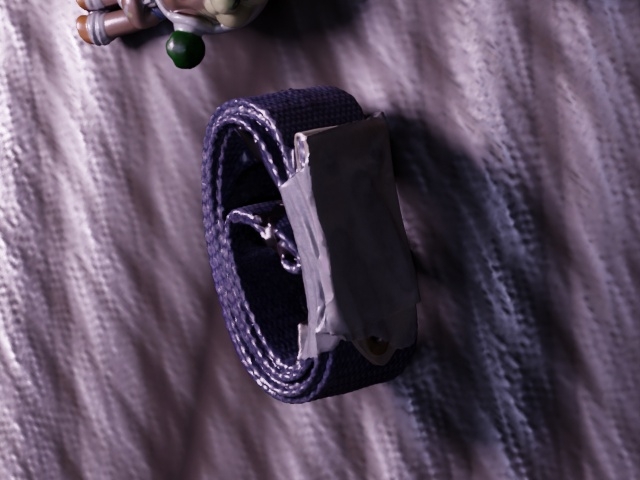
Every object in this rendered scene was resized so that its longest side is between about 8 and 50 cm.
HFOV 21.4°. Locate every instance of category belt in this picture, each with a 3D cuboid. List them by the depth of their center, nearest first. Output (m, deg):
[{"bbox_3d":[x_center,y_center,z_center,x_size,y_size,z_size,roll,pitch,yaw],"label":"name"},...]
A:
[{"bbox_3d":[0.000,0.000,1.261,0.140,0.126,0.230,-12,90,48],"label":"belt"}]

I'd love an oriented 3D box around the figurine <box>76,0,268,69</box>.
[{"bbox_3d":[-0.114,-0.201,1.311,0.197,0.093,0.147,-10,78,25],"label":"figurine"}]
